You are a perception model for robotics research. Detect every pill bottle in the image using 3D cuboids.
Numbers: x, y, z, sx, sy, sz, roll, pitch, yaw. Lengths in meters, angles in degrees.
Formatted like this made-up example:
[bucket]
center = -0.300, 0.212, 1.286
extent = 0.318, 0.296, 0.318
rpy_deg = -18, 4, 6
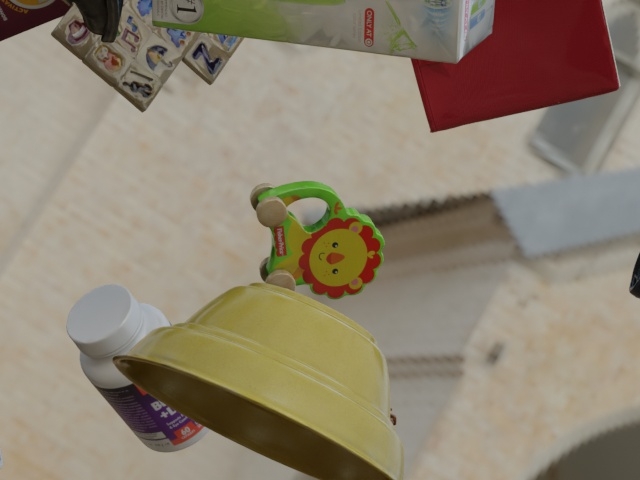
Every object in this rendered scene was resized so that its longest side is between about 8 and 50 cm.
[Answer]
[pill bottle]
center = -0.195, 0.136, 2.105
extent = 0.108, 0.108, 0.193
rpy_deg = 15, -29, 40

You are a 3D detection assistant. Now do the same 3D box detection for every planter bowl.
[planter bowl]
center = -0.023, 0.089, 1.297
extent = 0.217, 0.090, 0.217
rpy_deg = 25, -14, 7

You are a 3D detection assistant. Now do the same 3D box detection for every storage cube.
[storage cube]
center = 0.175, -0.247, 1.913
extent = 0.193, 0.183, 0.215
rpy_deg = -12, -59, 7

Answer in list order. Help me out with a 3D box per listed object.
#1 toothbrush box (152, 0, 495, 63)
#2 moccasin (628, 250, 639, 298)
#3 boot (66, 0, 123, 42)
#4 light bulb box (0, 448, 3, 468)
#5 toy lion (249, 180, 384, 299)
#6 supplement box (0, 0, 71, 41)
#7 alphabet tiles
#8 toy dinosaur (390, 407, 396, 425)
[toothbrush box]
center = 0.005, -0.279, 1.661
extent = 0.283, 0.206, 0.122
rpy_deg = 9, 22, 17
[moccasin]
center = 0.330, -0.084, 1.645
extent = 0.117, 0.342, 0.137
rpy_deg = 6, 20, 4
[boot]
center = -0.295, -0.276, 1.736
extent = 0.229, 0.091, 0.263
rpy_deg = 1, -34, 6
[light bulb box]
center = -0.545, 0.203, 2.266
extent = 0.225, 0.358, 0.361
rpy_deg = 1, -63, 9
[toy lion]
center = 0.000, 0.000, 1.466
extent = 0.034, 0.096, 0.100
rpy_deg = -118, -162, -61
[supplement box]
center = -0.326, -0.272, 1.989
extent = 0.081, 0.188, 0.104
rpy_deg = -102, 168, -54
[alphabet tiles]
center = -0.165, -0.245, 1.936
extent = 0.198, 0.237, 0.009
rpy_deg = 41, -35, -15
[toy dinosaur]
center = 0.035, 0.308, 1.549
extent = 0.218, 0.164, 0.321
rpy_deg = 6, -66, 9
